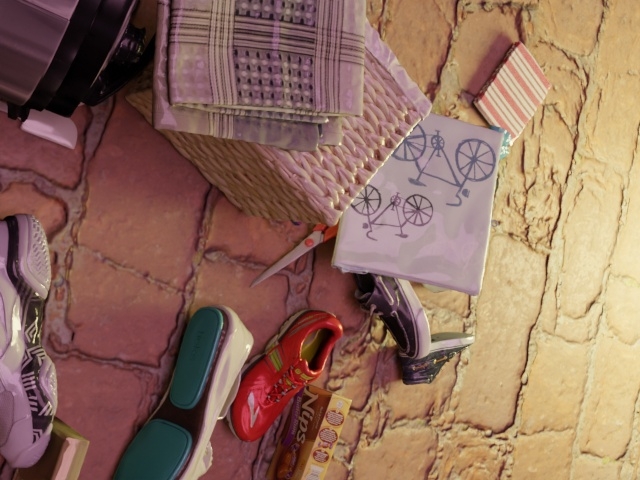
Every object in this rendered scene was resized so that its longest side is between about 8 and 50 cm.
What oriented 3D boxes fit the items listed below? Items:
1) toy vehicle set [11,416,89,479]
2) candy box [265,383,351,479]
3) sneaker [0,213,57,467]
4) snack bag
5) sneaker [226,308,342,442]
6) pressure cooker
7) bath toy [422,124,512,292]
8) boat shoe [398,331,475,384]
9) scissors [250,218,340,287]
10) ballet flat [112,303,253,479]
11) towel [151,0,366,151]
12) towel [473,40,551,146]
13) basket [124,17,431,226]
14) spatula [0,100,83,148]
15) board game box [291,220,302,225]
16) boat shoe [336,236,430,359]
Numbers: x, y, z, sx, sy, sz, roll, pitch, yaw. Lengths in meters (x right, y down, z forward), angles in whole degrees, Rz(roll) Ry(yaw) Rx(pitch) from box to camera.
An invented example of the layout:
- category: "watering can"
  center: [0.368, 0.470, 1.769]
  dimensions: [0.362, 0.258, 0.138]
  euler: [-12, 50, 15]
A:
- category: "toy vehicle set"
  center: [-0.420, 0.398, 1.188]
  dimensions: [0.035, 0.166, 0.266]
  euler: [23, 81, -32]
- category: "candy box"
  center: [-0.021, 0.360, 1.488]
  dimensions: [0.053, 0.109, 0.186]
  euler: [26, 79, -32]
- category: "sneaker"
  center: [-0.493, 0.145, 1.150]
  dimensions: [0.210, 0.137, 0.365]
  euler: [-1, 88, -33]
- category: "snack bag"
  center: [0.190, -0.079, 1.540]
  dimensions: [0.323, 0.037, 0.342]
  euler: [12, 81, -20]
- category: "sneaker"
  center: [-0.061, 0.234, 1.449]
  dimensions: [0.107, 0.118, 0.279]
  euler: [45, 69, -27]
- category: "pressure cooker"
  center: [-0.384, -0.358, 1.041]
  dimensions: [0.421, 0.370, 0.375]
  euler: [21, 78, -26]
- category: "bath toy"
  center: [0.292, -0.059, 1.665]
  dimensions: [0.151, 0.129, 0.348]
  euler: [24, 80, -33]
- category: "boat shoe"
  center: [0.239, 0.242, 1.688]
  dimensions: [0.183, 0.065, 0.083]
  euler: [-8, 100, -27]
- category: "scissors"
  center: [0.000, 0.000, 1.501]
  dimensions: [0.109, 0.021, 0.297]
  euler: [35, 69, 11]
- category: "ballet flat"
  center: [-0.213, 0.304, 1.358]
  dimensions: [0.139, 0.139, 0.400]
  euler: [31, 75, -31]
- category: "towel"
  center: [-0.063, -0.280, 1.048]
  dimensions: [0.312, 0.056, 0.324]
  euler: [-1, 99, -41]
- category: "towel"
  center: [0.421, -0.321, 1.800]
  dimensions: [0.144, 0.029, 0.197]
  euler: [45, 71, -27]
- category: "basket"
  center: [-0.076, -0.227, 1.292]
  dimensions: [0.331, 0.328, 0.266]
  euler: [47, 70, -27]
- category: "spatula"
  center: [-0.456, -0.257, 1.222]
  dimensions: [0.242, 0.019, 0.168]
  euler: [22, 81, -29]
- category: "board game box"
  center: [-0.044, -0.090, 1.502]
  dimensions: [0.090, 0.020, 0.090]
  euler: [46, 68, -25]
- category: "boat shoe"
  center: [0.114, 0.100, 1.565]
  dimensions: [0.102, 0.108, 0.301]
  euler: [-26, 100, -24]
